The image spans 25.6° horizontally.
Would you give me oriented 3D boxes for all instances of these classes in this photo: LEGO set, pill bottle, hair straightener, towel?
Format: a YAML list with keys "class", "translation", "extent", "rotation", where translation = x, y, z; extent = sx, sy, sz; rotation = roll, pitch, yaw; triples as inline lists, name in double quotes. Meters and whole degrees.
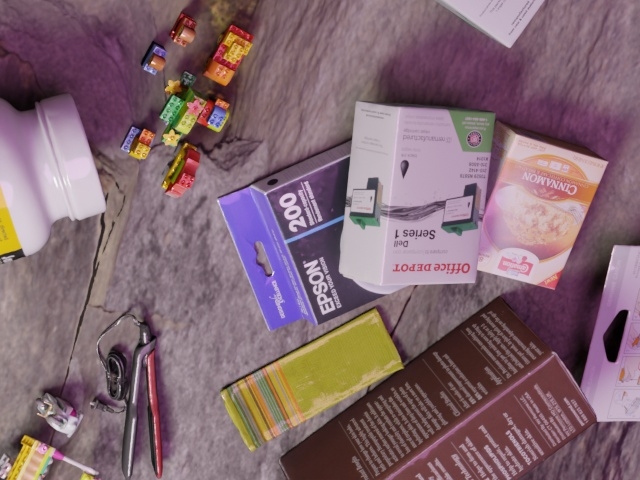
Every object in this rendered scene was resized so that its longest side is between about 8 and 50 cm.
- class: "LEGO set"
  translation: [-0.370, 0.340, 1.756]
  extent: [0.107, 0.132, 0.287]
  rotation: [30, 100, -25]
- class: "pill bottle"
  translation: [-0.417, -0.051, 1.559]
  extent: [0.334, 0.188, 0.188]
  rotation: [-17, 114, -9]
- class: "hair straightener"
  translation: [-0.248, 0.201, 1.785]
  extent: [0.089, 0.047, 0.230]
  rotation: [-5, 111, -15]
- class: "towel"
  translation: [-0.010, 0.185, 1.864]
  extent: [0.237, 0.021, 0.102]
  rotation: [-28, 116, -5]

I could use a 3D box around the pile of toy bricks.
- class: "pile of toy bricks"
  translation: [-0.158, -0.157, 1.640]
  extent: [0.118, 0.105, 0.212]
  rotation: [25, 102, -23]

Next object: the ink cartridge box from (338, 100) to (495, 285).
- class: "ink cartridge box"
  translation: [0.119, -0.056, 1.728]
  extent: [0.160, 0.093, 0.219]
  rotation: [-1, 100, -35]

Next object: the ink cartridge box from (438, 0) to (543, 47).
- class: "ink cartridge box"
  translation: [0.143, -0.328, 1.638]
  extent: [0.208, 0.153, 0.087]
  rotation: [32, 99, -23]

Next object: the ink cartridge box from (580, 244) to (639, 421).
- class: "ink cartridge box"
  translation: [0.475, 0.126, 1.963]
  extent: [0.239, 0.060, 0.275]
  rotation: [3, 110, -17]

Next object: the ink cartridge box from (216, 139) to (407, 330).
- class: "ink cartridge box"
  translation: [0.000, 0.000, 1.782]
  extent: [0.208, 0.045, 0.206]
  rotation: [-24, 116, -5]

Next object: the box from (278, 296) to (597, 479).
- class: "box"
  translation: [0.150, 0.264, 1.848]
  extent: [0.381, 0.191, 0.143]
  rotation: [-35, 116, -1]

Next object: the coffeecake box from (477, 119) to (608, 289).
- class: "coffeecake box"
  translation: [0.267, -0.045, 1.830]
  extent: [0.142, 0.068, 0.185]
  rotation: [14, 107, -22]
